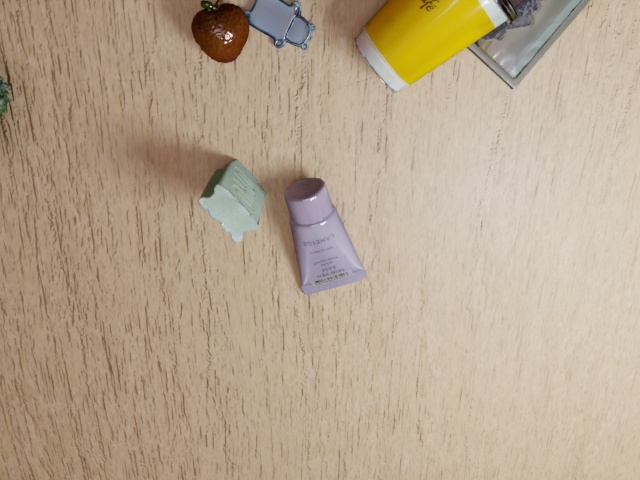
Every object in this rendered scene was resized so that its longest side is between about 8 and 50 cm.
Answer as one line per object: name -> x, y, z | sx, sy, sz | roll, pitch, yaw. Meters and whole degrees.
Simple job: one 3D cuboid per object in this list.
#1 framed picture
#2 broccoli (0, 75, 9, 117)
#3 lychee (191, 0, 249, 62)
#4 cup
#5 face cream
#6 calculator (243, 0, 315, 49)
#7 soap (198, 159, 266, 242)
framed picture -> 0.398, -0.459, 1.049 | 0.192, 0.018, 0.265 | 35, 107, -13
broccoli -> -0.707, -0.262, 0.973 | 0.243, 0.247, 0.263 | 35, 88, -21
lychee -> -0.180, -0.402, 1.006 | 0.114, 0.101, 0.140 | 10, 111, 14
cup -> 0.206, -0.407, 0.974 | 0.279, 0.196, 0.196 | -35, 109, 24
face cream -> 0.000, 0.000, 1.187 | 0.153, 0.096, 0.274 | -18, 124, 2
calculator -> -0.078, -0.424, 1.047 | 0.141, 0.019, 0.094 | 26, 109, -13
soap -> -0.169, -0.086, 1.080 | 0.063, 0.198, 0.115 | -36, 110, 13
